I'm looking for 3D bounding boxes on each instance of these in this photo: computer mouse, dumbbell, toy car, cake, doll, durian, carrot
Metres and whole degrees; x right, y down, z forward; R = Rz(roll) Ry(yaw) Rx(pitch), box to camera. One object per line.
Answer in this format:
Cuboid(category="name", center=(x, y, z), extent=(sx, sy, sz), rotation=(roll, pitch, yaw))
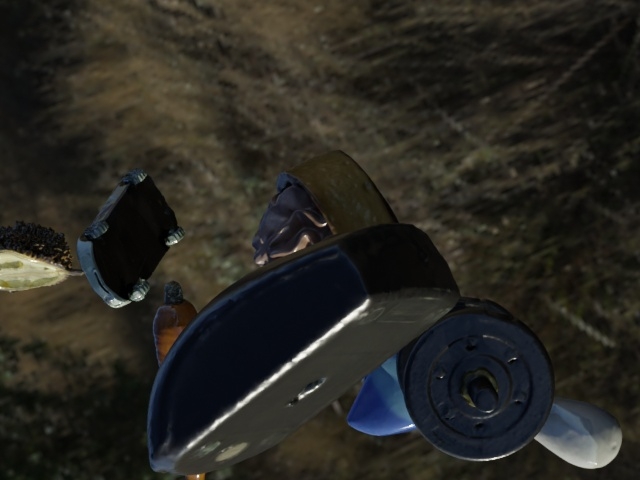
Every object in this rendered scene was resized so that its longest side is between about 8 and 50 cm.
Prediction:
Cuboid(category="computer mouse", center=(-0.029, 0.074, 1.095), extent=(0.100, 0.269, 0.170), rotation=(58, -157, 17))
Cuboid(category="dumbbell", center=(0.148, 0.131, 1.421), extent=(0.325, 0.143, 0.143), rotation=(-80, -33, -87))
Cuboid(category="toy car", center=(-0.213, -0.002, 1.581), extent=(0.056, 0.205, 0.095), rotation=(-20, 114, 27))
Cuboid(category="cake", center=(0.000, 0.000, 1.903), extent=(0.185, 0.178, 0.207), rotation=(45, 168, 45))
Cuboid(category="doll", center=(0.128, 0.161, 1.731), extent=(0.376, 0.365, 0.187), rotation=(-4, 69, 36))
Cuboid(category="durian", center=(-0.332, 0.013, 1.634), extent=(0.110, 0.140, 0.071), rotation=(92, 180, -71))
Cuboid(category="carrot", center=(-0.183, 0.214, 1.976), extent=(0.069, 0.069, 0.336), rotation=(26, 125, 61))
